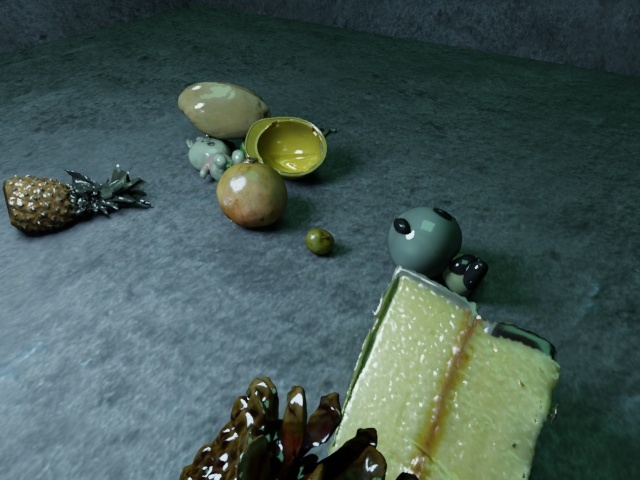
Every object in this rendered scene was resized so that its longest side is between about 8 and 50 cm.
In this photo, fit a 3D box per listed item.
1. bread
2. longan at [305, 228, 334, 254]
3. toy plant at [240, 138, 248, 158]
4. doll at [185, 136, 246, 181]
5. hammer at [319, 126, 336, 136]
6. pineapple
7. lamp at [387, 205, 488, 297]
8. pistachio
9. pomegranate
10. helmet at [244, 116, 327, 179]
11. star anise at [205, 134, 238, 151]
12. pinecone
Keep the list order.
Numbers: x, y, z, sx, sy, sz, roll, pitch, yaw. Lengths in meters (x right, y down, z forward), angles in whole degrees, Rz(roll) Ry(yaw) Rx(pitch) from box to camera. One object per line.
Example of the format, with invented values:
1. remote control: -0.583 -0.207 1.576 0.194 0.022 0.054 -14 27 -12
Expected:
1. bread: 0.172 0.283 0.775 0.345 0.242 0.405 20 37 28
2. longan: 0.000 0.000 1.256 0.075 0.083 0.075 10 66 -24
3. toy plant: -0.224 -0.327 1.679 0.092 0.093 0.162 3 37 2
4. doll: -0.341 -0.257 1.574 0.154 0.113 0.275 -27 38 -29
5. hammer: -0.001 -0.380 1.822 0.062 0.017 0.182 15 40 18
6. pineapple: -0.659 -0.122 1.357 0.364 0.166 0.165 -15 39 -35
7. lamp: 0.274 0.024 1.159 0.243 0.198 0.197 36 46 15
8. pistachio: -0.308 -0.417 1.582 0.292 0.182 0.162 6 33 -14
9. pomegranate: -0.185 -0.127 1.334 0.191 0.191 0.191 1 36 -1
10. helmet: -0.105 -0.273 1.570 0.256 0.140 0.205 11 72 4
11. star anise: -0.339 -0.339 1.703 0.129 0.056 0.124 30 -7 -17
12. pinecone: -0.006 0.365 0.569 0.383 0.385 0.385 1 36 -1
